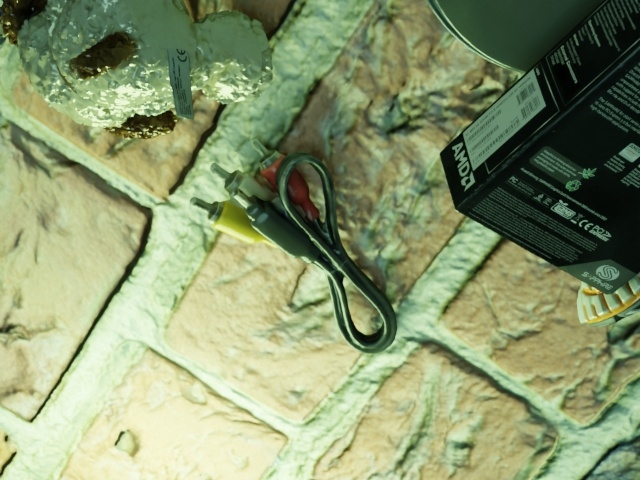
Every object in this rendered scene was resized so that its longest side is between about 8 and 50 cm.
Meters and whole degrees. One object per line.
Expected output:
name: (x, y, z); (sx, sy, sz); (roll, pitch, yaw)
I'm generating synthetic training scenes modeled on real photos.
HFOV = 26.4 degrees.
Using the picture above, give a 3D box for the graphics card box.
graphics card box: (0.321, -0.122, 1.282); (0.233, 0.094, 0.371); (25, 124, -32)

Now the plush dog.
plush dog: (-0.213, -0.188, 1.372); (0.262, 0.210, 0.225); (49, 144, -14)

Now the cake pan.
cake pan: (0.224, -0.279, 1.280); (0.293, 0.054, 0.293); (6, 120, 10)

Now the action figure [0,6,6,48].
action figure: (-0.401, -0.269, 1.408); (0.185, 0.099, 0.285); (27, 126, -11)

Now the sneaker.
sneaker: (0.356, 0.033, 1.417); (0.083, 0.084, 0.215); (29, 131, -29)

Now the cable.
cable: (0.000, 0.000, 1.507); (0.139, 0.072, 0.287); (-43, 116, 12)
